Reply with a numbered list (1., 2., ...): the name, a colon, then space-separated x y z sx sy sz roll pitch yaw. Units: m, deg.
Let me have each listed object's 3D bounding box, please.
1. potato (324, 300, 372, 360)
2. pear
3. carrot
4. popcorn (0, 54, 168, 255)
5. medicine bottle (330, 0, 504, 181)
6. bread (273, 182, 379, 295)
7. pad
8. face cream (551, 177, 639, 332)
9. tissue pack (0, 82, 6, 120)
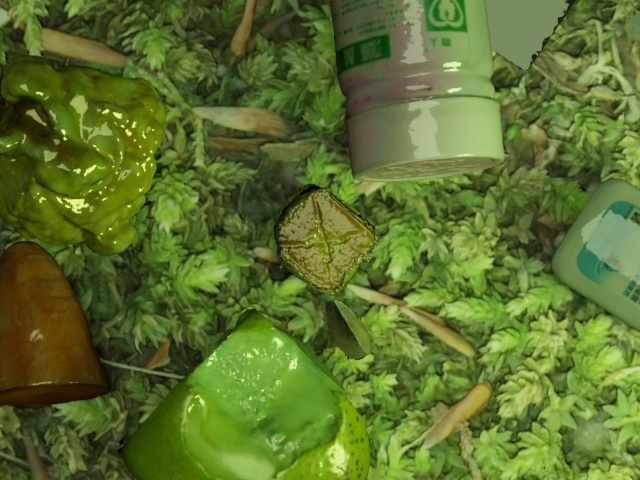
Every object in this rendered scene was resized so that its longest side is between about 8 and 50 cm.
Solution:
1. potato: 0.040 0.127 1.804 0.037 0.036 0.093 -48 63 34
2. pear: -0.072 0.264 1.697 0.282 0.176 0.286 45 72 3
3. carrot: -0.381 0.110 1.780 0.159 0.159 0.225 -13 72 2
4. popcorn: -0.336 -0.110 1.744 0.241 0.235 0.250 11 99 -14
5. medicine bottle: 0.123 -0.251 1.738 0.212 0.212 0.326 -6 86 2
6. bread: 0.000 0.000 1.794 0.140 0.069 0.128 36 89 1
7. pad: 0.290 -0.380 1.841 0.170 0.006 0.246 34 87 6
8. face cream: 0.483 0.065 1.748 0.336 0.080 0.163 34 93 10
9. tissue pack: -0.480 -0.221 1.810 0.065 0.115 0.155 -16 87 1
